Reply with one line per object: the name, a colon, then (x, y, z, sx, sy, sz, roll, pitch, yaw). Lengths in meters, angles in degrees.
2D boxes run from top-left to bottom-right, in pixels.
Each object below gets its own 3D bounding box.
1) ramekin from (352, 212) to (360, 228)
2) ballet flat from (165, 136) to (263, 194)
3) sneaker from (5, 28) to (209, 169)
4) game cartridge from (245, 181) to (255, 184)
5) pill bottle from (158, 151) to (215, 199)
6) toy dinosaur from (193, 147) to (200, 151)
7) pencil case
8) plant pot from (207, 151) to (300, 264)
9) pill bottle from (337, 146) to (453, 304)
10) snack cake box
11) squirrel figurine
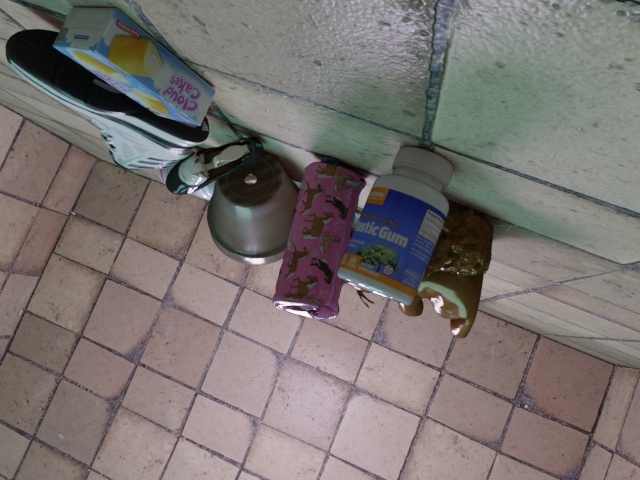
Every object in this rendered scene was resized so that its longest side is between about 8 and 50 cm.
ramekin: (0.035, -0.034, 1.788, 0.207, 0.207, 0.109, 25, -177, -21)
ballet flat: (-0.284, -0.203, 1.331, 0.096, 0.280, 0.095, -65, -50, -88)
sneaker: (-0.519, -0.286, 1.217, 0.447, 0.169, 0.257, 24, 141, -31)
game cartridge: (-0.123, -0.126, 1.960, 0.324, 0.052, 0.285, 27, 172, -38)
pill bottle: (-0.433, -0.240, 1.856, 0.283, 0.160, 0.160, 20, 174, 26)
toy dinosaur: (-0.466, -0.322, 1.715, 0.211, 0.064, 0.112, 25, 173, -29)
pencil case: (0.000, 0.000, 1.233, 0.160, 0.386, 0.167, 16, 161, -7)
plant pot: (-0.200, -0.122, 1.550, 0.323, 0.323, 0.280, 22, 158, 9)
pill bottle: (0.148, -0.030, 0.962, 0.152, 0.272, 0.152, 22, 175, 2)
snack cake box: (-0.355, -0.335, 1.008, 0.152, 0.089, 0.264, 18, 172, 35)
squirrel figurine: (0.218, 0.041, 1.285, 0.370, 0.281, 0.397, 10, 155, 9)
